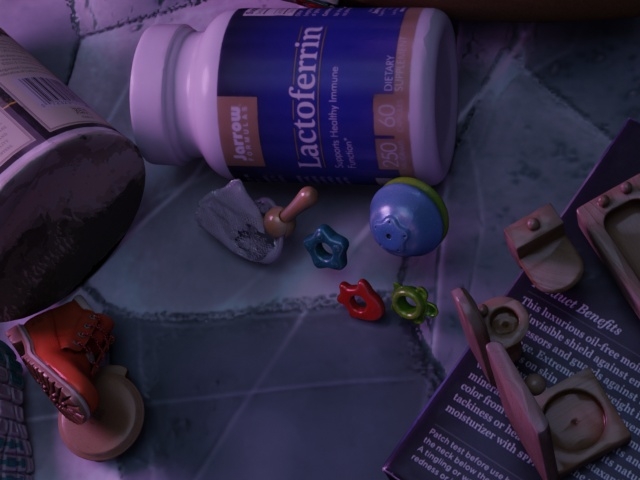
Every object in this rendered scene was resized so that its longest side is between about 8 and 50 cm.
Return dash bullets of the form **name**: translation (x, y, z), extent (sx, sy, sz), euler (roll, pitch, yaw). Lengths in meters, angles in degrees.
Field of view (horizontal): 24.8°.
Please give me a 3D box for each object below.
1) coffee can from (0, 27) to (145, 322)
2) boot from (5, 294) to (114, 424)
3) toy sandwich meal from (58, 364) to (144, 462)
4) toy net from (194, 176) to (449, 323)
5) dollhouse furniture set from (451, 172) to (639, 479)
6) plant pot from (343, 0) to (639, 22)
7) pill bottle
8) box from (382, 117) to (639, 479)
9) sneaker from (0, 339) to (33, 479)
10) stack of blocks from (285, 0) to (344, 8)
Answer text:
- **coffee can**: translation (-0.319, -0.089, 1.285), extent (0.201, 0.201, 0.275), euler (-45, 66, -9)
- **boot**: translation (-0.207, 0.095, 1.236), extent (0.085, 0.059, 0.158), euler (-30, 33, -13)
- **toy sandwich meal**: translation (-0.186, 0.150, 1.251), extent (0.086, 0.029, 0.085), euler (-4, 70, 11)
- **toy net**: translation (0.000, 0.000, 1.253), extent (0.232, 0.122, 0.045), euler (9, 33, 30)
- **dollhouse furniture set**: translation (0.159, 0.033, 0.844), extent (0.151, 0.123, 0.144), euler (-29, 64, -1)
- **plant pot**: translation (0.172, -0.284, 1.265), extent (0.254, 0.237, 0.237), euler (16, 71, 3)
- **pill bottle**: translation (-0.021, -0.125, 1.263), extent (0.265, 0.153, 0.153), euler (2, 68, 14)
- **box**: translation (0.214, 0.124, 1.027), extent (0.183, 0.296, 0.294), euler (32, 76, 23)
- **sneaker**: translation (-0.295, 0.170, 1.256), extent (0.076, 0.065, 0.166), euler (-20, 60, 21)
- **stack of blocks**: translation (-0.024, -0.366, 1.283), extent (0.171, 0.087, 0.297), euler (17, 93, 3)
